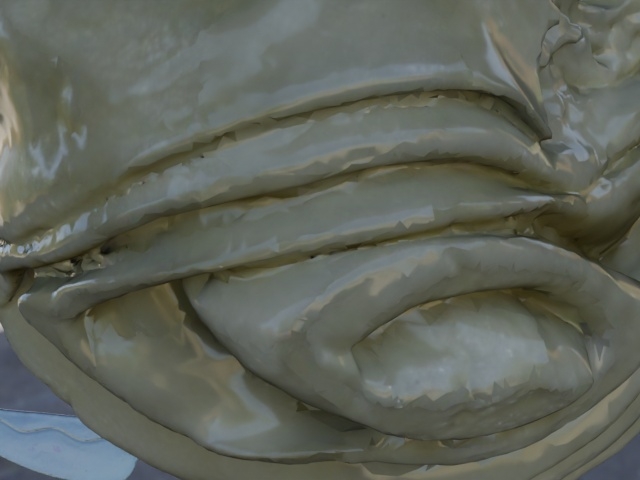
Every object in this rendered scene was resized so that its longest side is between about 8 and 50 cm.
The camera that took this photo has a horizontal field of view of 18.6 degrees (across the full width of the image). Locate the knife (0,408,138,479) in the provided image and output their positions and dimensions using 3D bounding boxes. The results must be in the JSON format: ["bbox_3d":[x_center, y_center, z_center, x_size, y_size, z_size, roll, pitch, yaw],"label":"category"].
[{"bbox_3d":[-0.159,0.162,1.539,0.260,0.063,0.034,2,-6,-22],"label":"knife"}]

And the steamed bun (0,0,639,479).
[{"bbox_3d":[0.003,0.000,0.711,0.276,0.289,0.203,1,55,11],"label":"steamed bun"}]
